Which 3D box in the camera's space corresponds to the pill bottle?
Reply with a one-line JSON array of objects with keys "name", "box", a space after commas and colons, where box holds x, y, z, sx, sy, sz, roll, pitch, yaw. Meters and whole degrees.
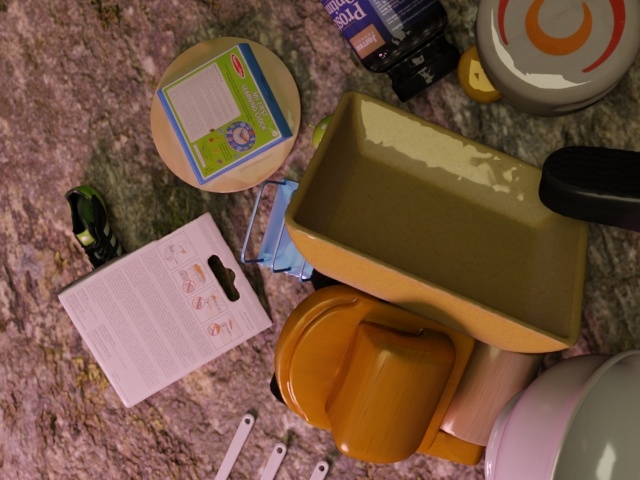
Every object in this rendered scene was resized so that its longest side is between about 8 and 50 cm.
[{"name": "pill bottle", "box": [0.079, -0.286, 1.528, 0.122, 0.123, 0.219, -33, 95, 13]}]

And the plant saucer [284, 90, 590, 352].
[{"name": "plant saucer", "box": [0.136, -0.012, 1.422, 0.332, 0.333, 0.081, 24, 125, 0]}]

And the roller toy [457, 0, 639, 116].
[{"name": "roller toy", "box": [0.278, -0.244, 1.472, 0.191, 0.146, 0.209, 22, 89, 6]}]

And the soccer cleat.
[{"name": "soccer cleat", "box": [-0.298, 0.010, 1.668, 0.060, 0.072, 0.179, -25, 85, 14]}]

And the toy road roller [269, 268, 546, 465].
[{"name": "toy road roller", "box": [0.108, 0.158, 1.422, 0.329, 0.240, 0.203, 17, 106, -15]}]

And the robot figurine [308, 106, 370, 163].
[{"name": "robot figurine", "box": [0.035, -0.113, 1.580, 0.101, 0.067, 0.115, -33, 82, -14]}]

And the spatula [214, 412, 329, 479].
[{"name": "spatula", "box": [-0.090, 0.367, 1.650, 0.168, 0.019, 0.242, 29, 97, 18]}]

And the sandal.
[{"name": "sandal", "box": [0.474, -0.014, 1.439, 0.445, 0.167, 0.107, 14, 123, 20]}]

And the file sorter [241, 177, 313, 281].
[{"name": "file sorter", "box": [0.000, 0.000, 1.573, 0.170, 0.104, 0.118, 17, 96, 14]}]

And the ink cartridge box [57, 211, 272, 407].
[{"name": "ink cartridge box", "box": [-0.205, 0.089, 1.642, 0.224, 0.056, 0.181, -30, 101, -6]}]

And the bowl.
[{"name": "bowl", "box": [0.284, 0.254, 1.436, 0.134, 0.297, 0.298, 15, 95, 40]}]

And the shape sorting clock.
[{"name": "shape sorting clock", "box": [-0.124, -0.165, 1.635, 0.206, 0.040, 0.206, -1, 87, 16]}]
